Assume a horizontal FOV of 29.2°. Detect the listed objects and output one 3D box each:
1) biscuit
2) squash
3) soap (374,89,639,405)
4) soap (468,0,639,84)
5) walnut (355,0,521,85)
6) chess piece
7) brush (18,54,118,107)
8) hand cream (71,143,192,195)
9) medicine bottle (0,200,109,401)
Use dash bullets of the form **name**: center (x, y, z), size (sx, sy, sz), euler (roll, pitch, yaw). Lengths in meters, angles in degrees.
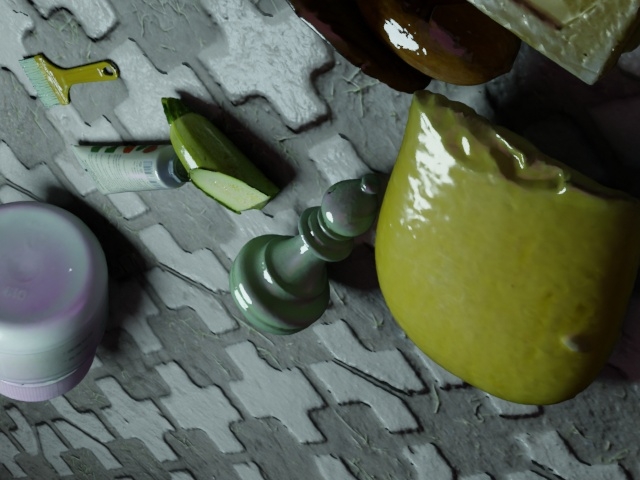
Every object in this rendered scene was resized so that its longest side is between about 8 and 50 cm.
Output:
- **biscuit**: center (0.030, -0.234, 1.283), size (0.228, 0.176, 0.031), euler (27, 121, -34)
- **squash**: center (-0.149, -0.110, 1.610), size (0.200, 0.075, 0.090), euler (45, 171, 1)
- **soap**: center (0.200, 0.024, 1.367), size (0.306, 0.115, 0.427), euler (28, 143, 15)
- **soap**: center (0.236, -0.298, 1.026), size (0.199, 0.091, 0.315), euler (37, 145, 8)
- **walnut**: center (0.109, -0.229, 1.213), size (0.207, 0.116, 0.116), euler (37, 145, 24)
- **chess piece**: center (0.000, 0.000, 1.554), size (0.139, 0.139, 0.272), euler (44, 133, 1)
- **brush**: center (-0.350, -0.232, 1.740), size (0.205, 0.011, 0.083), euler (-1, 125, 44)
- **hand cream**: center (-0.269, -0.103, 1.758), size (0.276, 0.059, 0.095), euler (3, 129, 49)
- **medicine bottle**: center (-0.472, 0.110, 2.000), size (0.256, 0.256, 0.325), euler (37, 154, 10)
